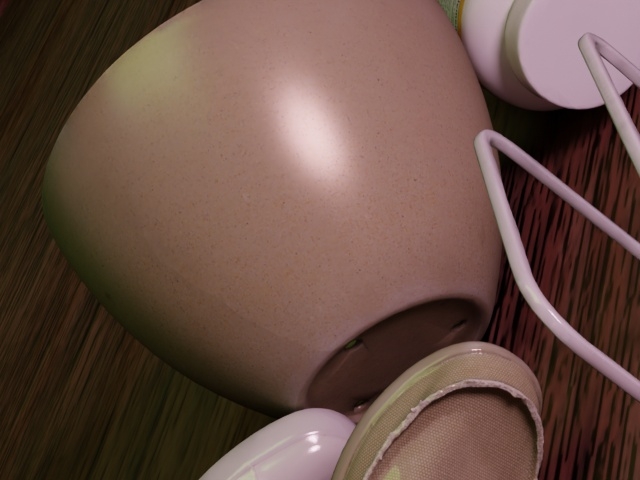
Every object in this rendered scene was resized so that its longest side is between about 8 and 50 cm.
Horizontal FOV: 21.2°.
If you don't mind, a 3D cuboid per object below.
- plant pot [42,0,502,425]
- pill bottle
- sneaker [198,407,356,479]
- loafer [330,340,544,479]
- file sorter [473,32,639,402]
[{"bbox_3d":[0.000,0.000,1.034,0.284,0.284,0.191,-44,58,21],"label":"plant pot"},{"bbox_3d":[0.137,-0.151,1.128,0.117,0.117,0.208,-51,21,6],"label":"pill bottle"},{"bbox_3d":[-0.052,0.234,0.975,0.290,0.106,0.123,-54,35,9],"label":"sneaker"},{"bbox_3d":[0.039,0.179,0.859,0.268,0.102,0.092,-62,22,4],"label":"loafer"},{"bbox_3d":[0.226,-0.054,0.720,0.277,0.173,0.193,-45,23,20],"label":"file sorter"}]
